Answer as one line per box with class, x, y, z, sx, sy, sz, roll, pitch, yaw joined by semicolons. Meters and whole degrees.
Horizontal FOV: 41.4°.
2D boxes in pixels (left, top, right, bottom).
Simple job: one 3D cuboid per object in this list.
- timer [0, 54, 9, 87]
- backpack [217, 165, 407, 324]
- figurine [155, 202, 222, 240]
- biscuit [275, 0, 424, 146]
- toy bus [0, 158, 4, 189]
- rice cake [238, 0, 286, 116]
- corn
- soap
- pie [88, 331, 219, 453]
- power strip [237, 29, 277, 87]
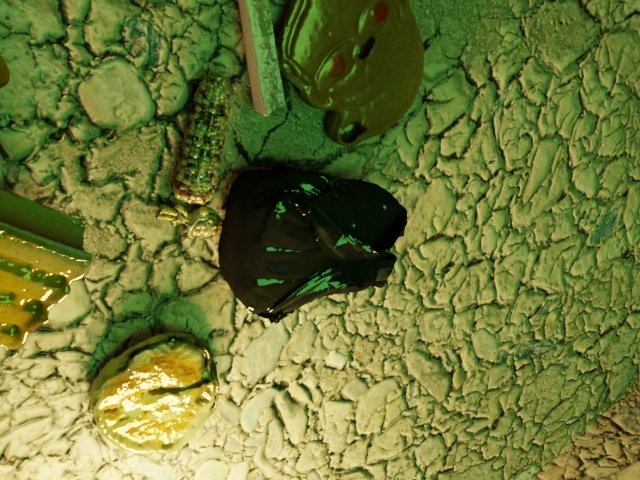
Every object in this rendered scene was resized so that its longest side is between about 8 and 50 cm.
timer;-0.638;-0.277;1.463;0.152;0.132;0.132;-36;132;16
backpack;0.000;0.000;1.942;0.445;0.255;0.364;-7;123;-35
figurine;-0.285;-0.043;1.845;0.143;0.068;0.101;-3;139;-11
biscuit;0.078;-0.432;1.877;0.350;0.078;0.455;-52;132;-10
toy bus;-0.628;-0.113;1.575;0.074;0.060;0.123;-7;118;-35
rice cake;-0.130;-0.433;1.723;0.064;0.070;0.399;-17;117;-16
corn;-0.246;-0.209;1.772;0.092;0.092;0.281;3;106;-35
soap;-0.634;0.040;1.540;0.335;0.156;0.293;23;119;-39
pie;-0.376;0.355;1.979;0.339;0.077;0.339;-18;126;-27
power strip;-0.125;-0.386;1.801;0.050;0.019;0.136;25;98;-37
